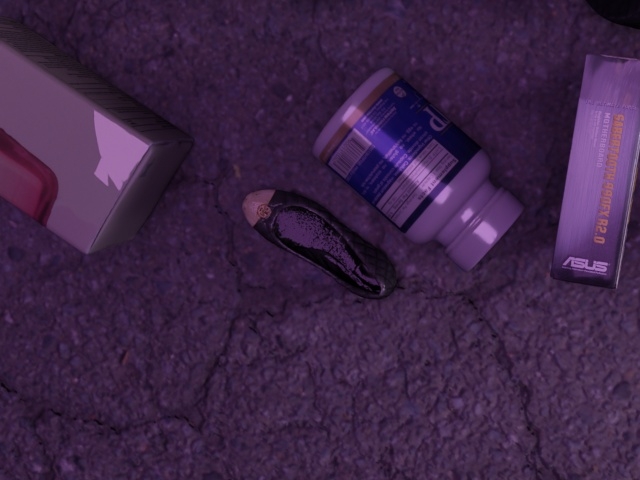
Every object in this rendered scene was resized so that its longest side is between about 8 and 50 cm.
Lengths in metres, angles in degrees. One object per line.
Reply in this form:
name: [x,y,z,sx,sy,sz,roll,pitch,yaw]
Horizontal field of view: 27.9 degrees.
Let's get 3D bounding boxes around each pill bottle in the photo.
pill bottle: [0.094,-0.062,1.204,0.186,0.112,0.112,42,101,3]

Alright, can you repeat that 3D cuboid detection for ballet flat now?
ballet flat: [0.000,0.000,1.258,0.173,0.049,0.057,30,99,6]

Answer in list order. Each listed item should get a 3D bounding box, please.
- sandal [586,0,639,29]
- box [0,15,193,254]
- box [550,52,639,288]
sandal: [0.372,-0.370,1.070,0.446,0.107,0.168,-56,45,39]
box: [-0.264,-0.106,1.243,0.232,0.148,0.127,34,101,5]
box: [0.246,-0.063,1.117,0.056,0.231,0.183,10,97,12]
